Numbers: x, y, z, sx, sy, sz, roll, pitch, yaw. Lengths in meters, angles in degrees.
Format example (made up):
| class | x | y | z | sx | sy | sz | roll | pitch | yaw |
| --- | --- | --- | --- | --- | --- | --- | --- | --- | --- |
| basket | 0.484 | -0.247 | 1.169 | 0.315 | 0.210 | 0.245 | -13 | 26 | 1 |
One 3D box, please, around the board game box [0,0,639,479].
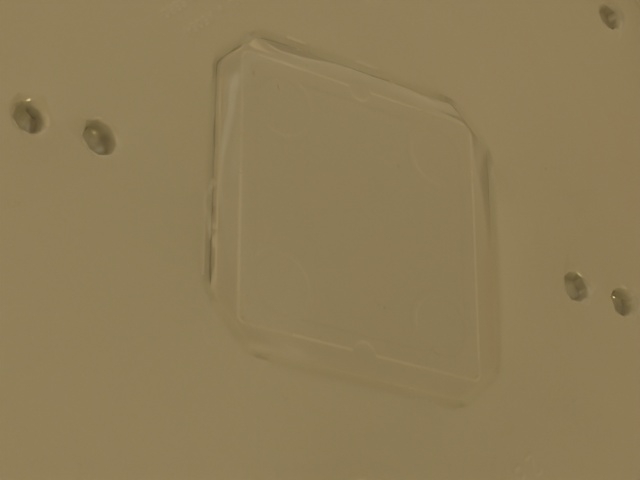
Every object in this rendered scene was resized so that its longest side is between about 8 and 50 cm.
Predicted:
| class | x | y | z | sx | sy | sz | roll | pitch | yaw |
| --- | --- | --- | --- | --- | --- | --- | --- | --- | --- |
| board game box | 0.000 | 0.000 | 0.599 | 0.390 | 0.390 | 0.050 | -38 | -175 | -41 |
